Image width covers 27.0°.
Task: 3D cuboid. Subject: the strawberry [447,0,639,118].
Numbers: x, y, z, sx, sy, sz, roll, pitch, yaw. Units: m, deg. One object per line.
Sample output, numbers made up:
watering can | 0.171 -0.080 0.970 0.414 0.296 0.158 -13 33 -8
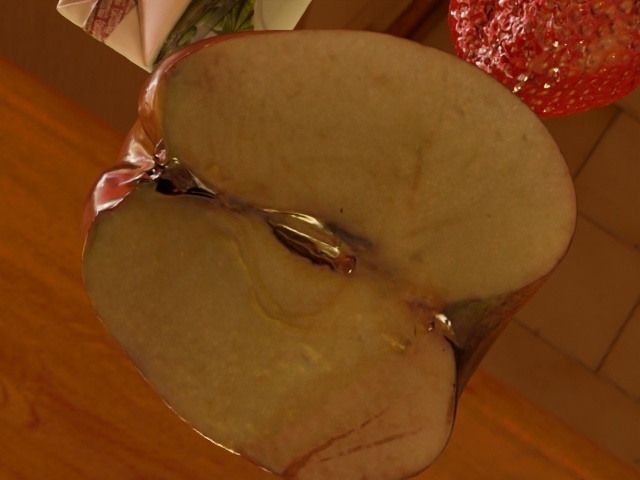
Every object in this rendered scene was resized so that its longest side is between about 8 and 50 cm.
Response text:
strawberry | 0.291 -0.262 1.578 0.238 0.250 0.288 49 64 -27

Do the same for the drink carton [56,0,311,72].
drink carton | -0.075 -0.300 1.238 0.132 0.194 0.324 34 95 24

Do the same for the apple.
apple | 0.000 0.000 1.066 0.365 0.295 0.328 25 50 -8
